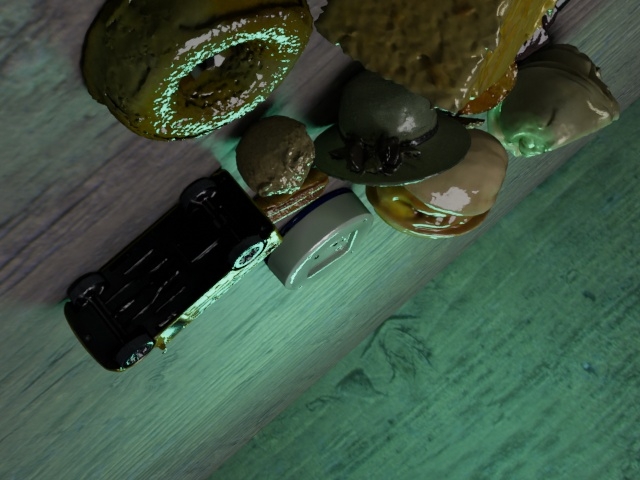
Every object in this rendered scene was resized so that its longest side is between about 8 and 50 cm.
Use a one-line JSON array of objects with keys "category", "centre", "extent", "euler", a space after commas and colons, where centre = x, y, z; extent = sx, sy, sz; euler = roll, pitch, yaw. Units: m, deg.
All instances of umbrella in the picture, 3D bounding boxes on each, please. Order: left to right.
[{"category": "umbrella", "centre": [0.333, -0.350, 1.770], "extent": [0.326, 0.090, 0.094], "euler": [-44, 143, 13]}]

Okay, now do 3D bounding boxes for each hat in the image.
[{"category": "hat", "centre": [0.102, -0.200, 1.529], "extent": [0.257, 0.257, 0.130], "euler": [-31, 128, -30]}]

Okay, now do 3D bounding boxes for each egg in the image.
[{"category": "egg", "centre": [-0.064, -0.122, 1.429], "extent": [0.118, 0.116, 0.140], "euler": [-37, -170, -29]}]

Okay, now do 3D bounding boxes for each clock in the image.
[{"category": "clock", "centre": [0.000, 0.000, 1.973], "extent": [0.230, 0.083, 0.230], "euler": [-38, 163, -14]}]

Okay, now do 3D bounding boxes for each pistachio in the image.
[{"category": "pistachio", "centre": [0.239, -0.125, 1.939], "extent": [0.308, 0.230, 0.230], "euler": [-10, 151, -29]}]

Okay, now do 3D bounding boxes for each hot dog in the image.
[{"category": "hot dog", "centre": [-0.051, -0.078, 1.706], "extent": [0.165, 0.045, 0.071], "euler": [-32, 160, -28]}]

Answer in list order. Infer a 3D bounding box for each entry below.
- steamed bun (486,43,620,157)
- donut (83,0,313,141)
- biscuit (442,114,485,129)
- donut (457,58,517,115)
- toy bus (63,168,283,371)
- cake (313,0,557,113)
[{"category": "steamed bun", "centre": [0.470, -0.293, 2.047], "extent": [0.289, 0.203, 0.276], "euler": [-24, -177, -41]}, {"category": "donut", "centre": [-0.124, -0.208, 1.082], "extent": [0.272, 0.107, 0.272], "euler": [-35, 162, -13]}, {"category": "biscuit", "centre": [0.150, -0.186, 1.681], "extent": [0.231, 0.016, 0.139], "euler": [-15, -162, -26]}, {"category": "donut", "centre": [0.264, -0.292, 1.706], "extent": [0.152, 0.152, 0.058], "euler": [-48, -160, 26]}, {"category": "toy bus", "centre": [-0.218, 0.055, 1.498], "extent": [0.331, 0.145, 0.151], "euler": [-41, 166, 0]}, {"category": "cake", "centre": [0.157, -0.319, 1.136], "extent": [0.286, 0.227, 0.222], "euler": [-39, 158, -52]}]
